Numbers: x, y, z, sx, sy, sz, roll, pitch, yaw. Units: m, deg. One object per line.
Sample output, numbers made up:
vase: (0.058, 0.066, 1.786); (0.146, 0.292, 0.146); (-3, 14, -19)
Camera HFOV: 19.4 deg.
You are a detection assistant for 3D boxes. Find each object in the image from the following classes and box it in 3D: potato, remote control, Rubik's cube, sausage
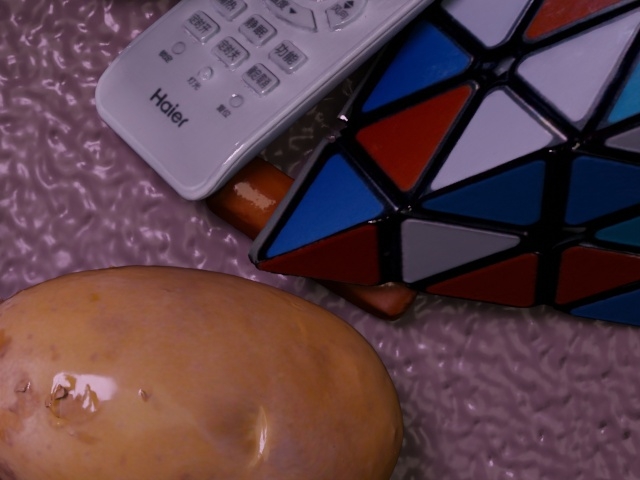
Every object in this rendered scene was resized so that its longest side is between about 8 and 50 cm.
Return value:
potato: (-0.067, 0.086, 0.964); (0.234, 0.146, 0.150); (5, 77, -14)
remote control: (0.012, -0.140, 1.035); (0.293, 0.051, 0.103); (-42, 60, -8)
Rubik's cube: (0.077, -0.011, 1.020); (0.234, 0.284, 0.250); (-24, 129, -9)
sausage: (0.000, 0.000, 1.041); (0.131, 0.041, 0.039); (32, 68, -10)
